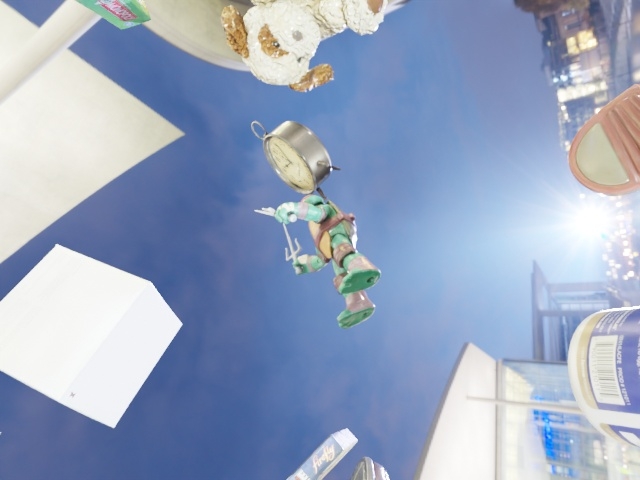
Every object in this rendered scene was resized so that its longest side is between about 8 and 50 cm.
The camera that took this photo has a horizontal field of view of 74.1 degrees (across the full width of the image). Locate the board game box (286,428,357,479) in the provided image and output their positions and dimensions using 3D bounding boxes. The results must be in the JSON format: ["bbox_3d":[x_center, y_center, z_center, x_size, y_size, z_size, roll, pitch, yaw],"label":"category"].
[{"bbox_3d":[0.000,0.507,0.961,0.165,0.042,0.243,-44,-23,-7],"label":"board game box"}]

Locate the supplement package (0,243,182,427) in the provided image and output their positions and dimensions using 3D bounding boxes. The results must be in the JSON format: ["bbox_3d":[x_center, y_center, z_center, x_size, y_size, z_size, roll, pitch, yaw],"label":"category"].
[{"bbox_3d":[-0.376,0.147,0.672,0.149,0.203,0.194,81,-149,-53],"label":"supplement package"}]

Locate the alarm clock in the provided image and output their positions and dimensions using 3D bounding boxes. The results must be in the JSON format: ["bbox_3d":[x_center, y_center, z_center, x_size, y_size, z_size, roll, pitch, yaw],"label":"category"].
[{"bbox_3d":[-0.054,-0.161,0.767,0.064,0.192,0.129,-48,-16,-22],"label":"alarm clock"}]

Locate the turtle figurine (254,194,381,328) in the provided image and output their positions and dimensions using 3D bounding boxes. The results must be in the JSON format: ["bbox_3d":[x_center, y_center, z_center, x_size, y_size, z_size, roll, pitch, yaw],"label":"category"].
[{"bbox_3d":[0.000,0.000,0.603,0.234,0.118,0.175,55,174,40],"label":"turtle figurine"}]

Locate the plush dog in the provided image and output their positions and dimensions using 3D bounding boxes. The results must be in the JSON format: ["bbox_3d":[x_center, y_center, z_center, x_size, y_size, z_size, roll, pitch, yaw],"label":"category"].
[{"bbox_3d":[-0.056,-0.377,0.709,0.262,0.210,0.226,17,-77,-38],"label":"plush dog"}]

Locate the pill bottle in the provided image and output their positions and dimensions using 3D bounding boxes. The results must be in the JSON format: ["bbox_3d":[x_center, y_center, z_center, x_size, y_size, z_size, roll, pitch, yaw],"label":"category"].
[{"bbox_3d":[0.394,0.129,0.392,0.153,0.264,0.153,5,-106,-19],"label":"pill bottle"}]

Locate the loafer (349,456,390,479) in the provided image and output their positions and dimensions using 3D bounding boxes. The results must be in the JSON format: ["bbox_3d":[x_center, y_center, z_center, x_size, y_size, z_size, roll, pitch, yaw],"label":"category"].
[{"bbox_3d":[0.071,0.402,0.495,0.302,0.095,0.109,-69,3,-70],"label":"loafer"}]

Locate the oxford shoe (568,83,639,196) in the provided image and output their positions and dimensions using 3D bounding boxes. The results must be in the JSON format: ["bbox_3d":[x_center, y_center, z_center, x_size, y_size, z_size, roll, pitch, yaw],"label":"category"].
[{"bbox_3d":[0.443,-0.173,0.453,0.130,0.348,0.123,5,-125,-53],"label":"oxford shoe"}]

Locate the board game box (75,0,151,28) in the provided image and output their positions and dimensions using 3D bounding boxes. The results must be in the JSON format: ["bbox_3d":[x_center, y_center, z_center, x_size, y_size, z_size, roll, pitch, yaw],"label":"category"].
[{"bbox_3d":[-0.269,-0.392,0.404,0.213,0.046,0.318,-116,8,-69],"label":"board game box"}]
